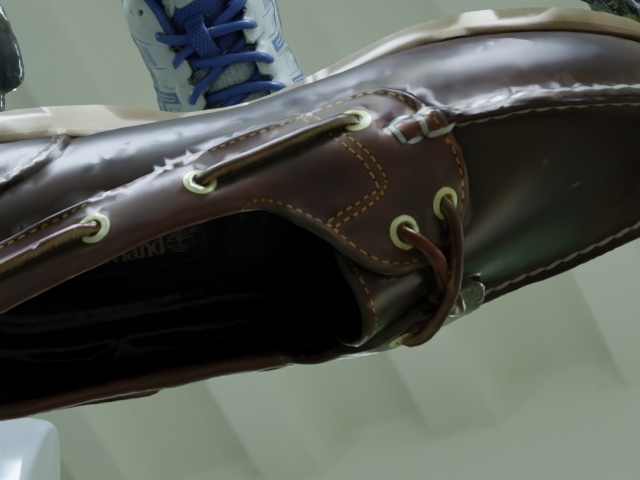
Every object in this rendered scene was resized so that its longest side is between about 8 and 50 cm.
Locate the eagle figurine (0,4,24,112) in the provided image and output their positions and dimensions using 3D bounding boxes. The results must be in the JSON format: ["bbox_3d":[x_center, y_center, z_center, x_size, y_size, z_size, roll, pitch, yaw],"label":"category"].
[{"bbox_3d":[-0.211,-0.212,0.769,0.225,0.298,0.226,-23,-55,8],"label":"eagle figurine"}]

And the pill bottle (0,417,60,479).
[{"bbox_3d":[-0.312,0.145,0.670,0.362,0.210,0.210,8,-58,-2],"label":"pill bottle"}]

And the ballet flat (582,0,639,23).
[{"bbox_3d":[0.179,-0.114,0.807,0.114,0.041,0.041,45,-51,30],"label":"ballet flat"}]

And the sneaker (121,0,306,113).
[{"bbox_3d":[-0.063,-0.096,0.866,0.111,0.296,0.131,-28,-37,2],"label":"sneaker"}]

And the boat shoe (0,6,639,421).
[{"bbox_3d":[0.000,0.000,0.349,0.207,0.073,0.073,-14,-54,-8],"label":"boat shoe"}]
